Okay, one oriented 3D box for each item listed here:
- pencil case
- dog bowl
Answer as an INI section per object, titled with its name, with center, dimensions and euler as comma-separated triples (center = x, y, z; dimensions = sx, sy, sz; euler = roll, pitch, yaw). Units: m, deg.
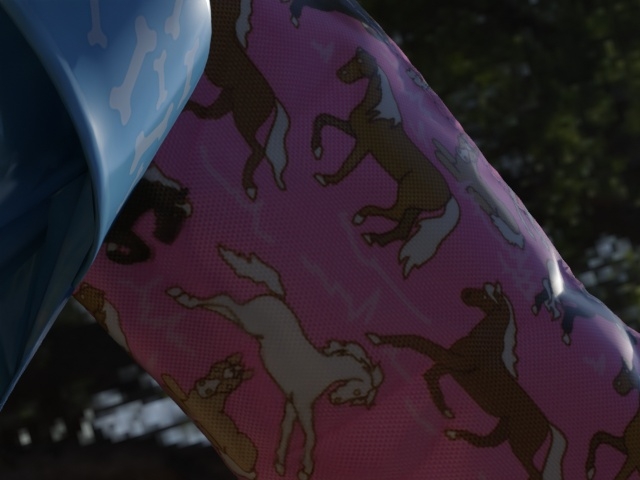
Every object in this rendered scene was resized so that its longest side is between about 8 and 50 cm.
[pencil case]
center = 0.000, 0.000, 0.788
dimensions = 0.386, 0.167, 0.160
euler = 51, 24, -7
[dog bowl]
center = -0.125, -0.040, 0.576
dimensions = 0.166, 0.074, 0.297
euler = 40, -32, 0
